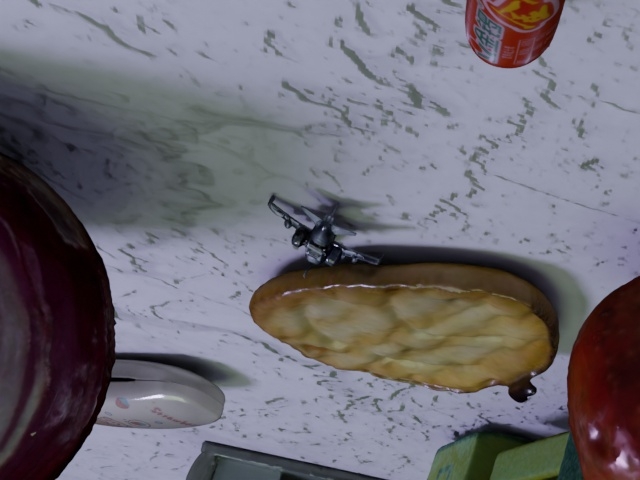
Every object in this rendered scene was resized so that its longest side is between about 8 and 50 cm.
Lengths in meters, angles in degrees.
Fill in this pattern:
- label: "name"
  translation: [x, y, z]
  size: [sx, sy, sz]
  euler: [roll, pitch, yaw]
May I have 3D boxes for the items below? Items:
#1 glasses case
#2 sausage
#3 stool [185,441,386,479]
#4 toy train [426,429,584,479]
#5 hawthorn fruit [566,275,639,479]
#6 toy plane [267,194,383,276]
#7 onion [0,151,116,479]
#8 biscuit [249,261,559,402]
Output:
- label: "glasses case"
  translation: [-0.172, 0.135, 1.501]
  size: [0.204, 0.051, 0.081]
  euler: [-3, 152, 39]
- label: "sausage"
  translation: [0.080, -0.107, 0.704]
  size: [0.050, 0.048, 0.145]
  euler: [-24, 163, -8]
- label: "stool"
  translation: [-0.021, 0.363, 1.733]
  size: [0.270, 0.243, 0.170]
  euler: [12, 160, 7]
- label: "toy train"
  translation: [0.168, 0.259, 1.317]
  size: [0.160, 0.253, 0.397]
  euler: [25, 158, -12]
- label: "hawthorn fruit"
  translation: [0.221, 0.086, 0.949]
  size: [0.179, 0.179, 0.200]
  euler: [5, 152, 22]
- label: "toy plane"
  translation: [0.000, 0.000, 1.064]
  size: [0.078, 0.031, 0.083]
  euler: [29, 158, 3]
- label: "onion"
  translation: [-0.281, 0.062, 1.071]
  size: [0.337, 0.282, 0.260]
  euler: [0, 178, 9]
- label: "biscuit"
  translation: [0.065, 0.057, 1.166]
  size: [0.203, 0.041, 0.260]
  euler: [25, 156, -21]
